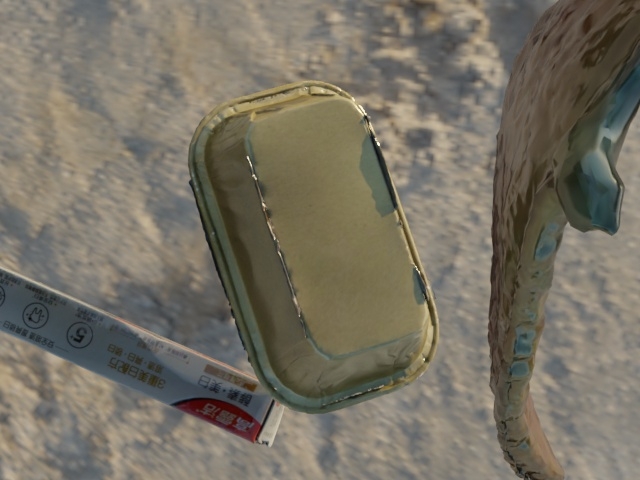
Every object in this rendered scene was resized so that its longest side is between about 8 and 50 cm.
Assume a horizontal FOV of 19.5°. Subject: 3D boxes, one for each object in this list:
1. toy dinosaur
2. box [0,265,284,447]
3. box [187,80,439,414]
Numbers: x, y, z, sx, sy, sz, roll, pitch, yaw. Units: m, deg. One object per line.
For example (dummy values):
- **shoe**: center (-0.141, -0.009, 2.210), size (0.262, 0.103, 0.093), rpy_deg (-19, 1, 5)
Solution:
- **toy dinosaur**: center (0.170, -0.064, 0.343), size (0.327, 0.206, 0.113), rpy_deg (-40, 110, -6)
- **box**: center (-0.127, 0.072, 1.201), size (0.218, 0.055, 0.040), rpy_deg (23, 85, 10)
- **box**: center (0.000, 0.000, 0.987), size (0.111, 0.111, 0.177), rpy_deg (-16, 85, -21)
